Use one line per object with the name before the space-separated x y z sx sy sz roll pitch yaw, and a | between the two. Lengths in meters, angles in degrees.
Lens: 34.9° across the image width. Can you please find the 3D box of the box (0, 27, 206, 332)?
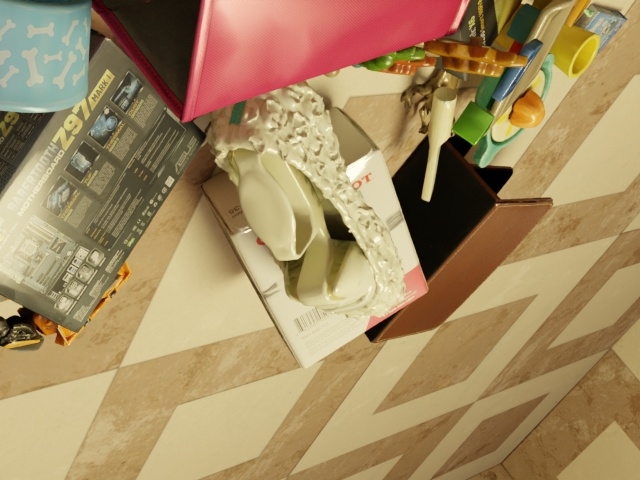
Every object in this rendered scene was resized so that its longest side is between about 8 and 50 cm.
box | -0.222 -0.051 0.911 0.233 0.059 0.183 -59 150 -8

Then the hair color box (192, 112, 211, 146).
hair color box | -0.138 -0.143 1.055 0.167 0.053 0.093 -40 153 5

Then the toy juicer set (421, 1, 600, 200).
toy juicer set | 0.250 -0.199 1.329 0.329 0.089 0.209 -46 153 -10

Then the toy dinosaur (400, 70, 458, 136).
toy dinosaur | 0.156 -0.201 1.345 0.092 0.053 0.183 -39 154 -27

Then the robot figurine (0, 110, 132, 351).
robot figurine | -0.281 -0.003 1.000 0.211 0.085 0.291 -51 149 -21

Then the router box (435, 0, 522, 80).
router box | 0.162 -0.339 0.979 0.243 0.081 0.309 -54 157 -13

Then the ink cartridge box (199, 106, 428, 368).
ink cartridge box | 0.000 0.000 1.299 0.207 0.117 0.283 -31 136 -7

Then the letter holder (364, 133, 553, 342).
letter holder | 0.183 -0.005 1.571 0.214 0.152 0.302 -3 138 -52

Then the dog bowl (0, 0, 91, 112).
dog bowl | -0.290 -0.167 0.676 0.297 0.166 0.074 7 119 -33

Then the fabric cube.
fabric cube | -0.037 -0.285 0.716 0.258 0.259 0.254 -24 151 -29

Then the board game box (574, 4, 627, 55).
board game box | 0.394 -0.298 1.489 0.090 0.020 0.090 -3 139 -47

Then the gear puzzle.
gear puzzle | 0.068 -0.171 0.959 0.175 0.339 0.044 2 99 -35

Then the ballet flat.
ballet flat | -0.020 -0.012 1.085 0.147 0.147 0.409 -34 133 -5

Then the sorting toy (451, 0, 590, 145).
sorting toy | 0.238 -0.227 1.157 0.348 0.047 0.196 -45 168 -48
